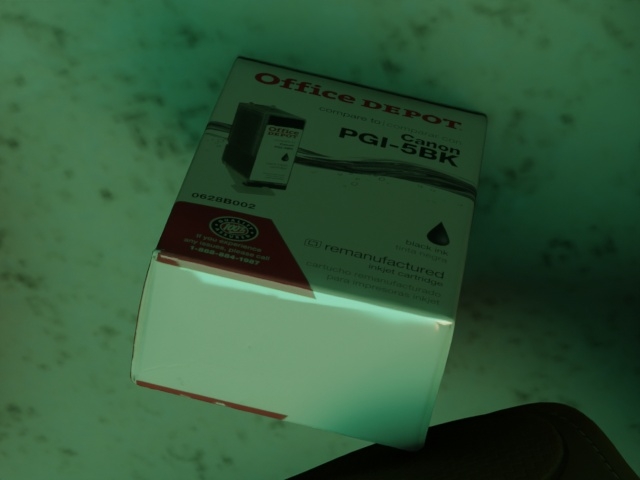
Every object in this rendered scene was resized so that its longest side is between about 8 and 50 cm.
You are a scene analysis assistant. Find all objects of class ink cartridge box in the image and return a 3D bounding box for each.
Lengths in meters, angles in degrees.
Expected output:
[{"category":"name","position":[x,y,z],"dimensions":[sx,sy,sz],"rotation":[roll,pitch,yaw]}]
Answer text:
[{"category":"ink cartridge box","position":[0.000,0.000,0.669],"dimensions":[0.099,0.135,0.056],"rotation":[13,123,1]}]

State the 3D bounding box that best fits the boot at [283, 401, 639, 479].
[{"category":"boot","position":[0.099,0.169,0.623],"dimensions":[0.283,0.109,0.220],"rotation":[-3,104,38]}]
